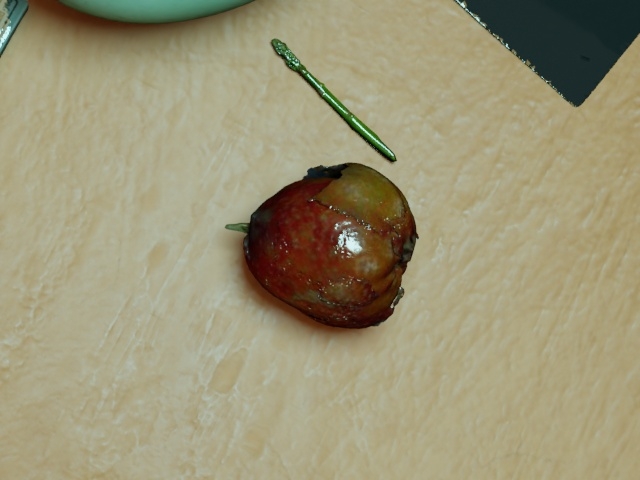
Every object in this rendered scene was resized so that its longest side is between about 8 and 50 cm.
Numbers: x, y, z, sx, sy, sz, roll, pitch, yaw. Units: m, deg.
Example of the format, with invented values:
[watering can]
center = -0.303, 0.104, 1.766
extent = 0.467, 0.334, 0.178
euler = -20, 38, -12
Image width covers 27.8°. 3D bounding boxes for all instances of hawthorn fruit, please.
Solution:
[hawthorn fruit]
center = 0.000, 0.000, 1.155
extent = 0.172, 0.148, 0.148
euler = 9, 80, 11

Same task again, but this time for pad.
[pad]
center = 0.205, -0.274, 1.292
extent = 0.265, 0.009, 0.159
euler = 42, 77, -4

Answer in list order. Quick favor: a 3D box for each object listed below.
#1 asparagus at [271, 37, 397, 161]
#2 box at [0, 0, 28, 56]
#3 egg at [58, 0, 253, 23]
[asparagus]
center = 0.013, -0.133, 1.235
extent = 0.166, 0.013, 0.016
euler = 44, 119, -1
[box]
center = -0.355, -0.164, 1.164
extent = 0.115, 0.036, 0.177
euler = 28, 79, -5
[egg]
center = -0.099, -0.341, 1.110
extent = 0.389, 0.276, 0.276
euler = -33, 89, -10
